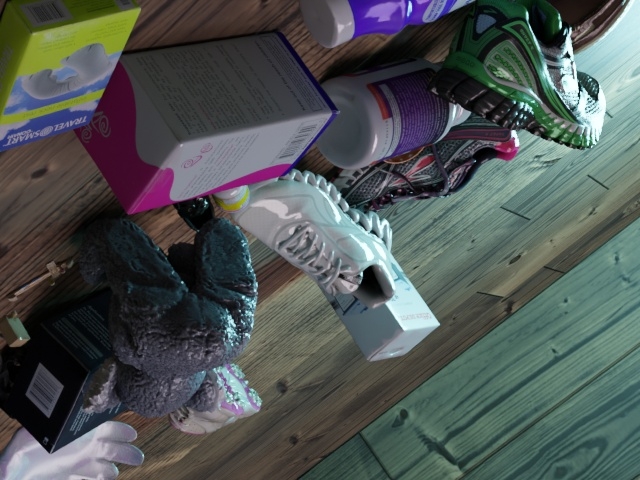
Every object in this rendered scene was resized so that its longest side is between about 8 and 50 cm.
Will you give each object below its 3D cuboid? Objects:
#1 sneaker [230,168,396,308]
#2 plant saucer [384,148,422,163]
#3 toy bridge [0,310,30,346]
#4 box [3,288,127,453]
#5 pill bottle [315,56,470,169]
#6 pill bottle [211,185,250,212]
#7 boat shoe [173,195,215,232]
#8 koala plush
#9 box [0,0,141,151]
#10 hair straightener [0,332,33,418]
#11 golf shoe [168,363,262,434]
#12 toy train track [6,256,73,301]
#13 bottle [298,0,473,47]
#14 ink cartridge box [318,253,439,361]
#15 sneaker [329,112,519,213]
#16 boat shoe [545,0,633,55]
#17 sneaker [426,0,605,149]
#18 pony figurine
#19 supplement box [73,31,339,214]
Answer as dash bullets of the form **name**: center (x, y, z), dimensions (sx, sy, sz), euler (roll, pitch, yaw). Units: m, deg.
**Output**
- **sneaker**: center (0.000, 0.000, 1.818), dimensions (0.110, 0.118, 0.292), euler (-34, 142, 29)
- **plant saucer**: center (0.102, -0.139, 1.857), dimensions (0.083, 0.013, 0.083), euler (-12, 124, -19)
- **toy bridge**: center (-0.402, 0.134, 1.601), dimensions (0.188, 0.063, 0.026), euler (-39, 164, 17)
- **box**: center (-0.285, 0.155, 1.771), dimensions (0.158, 0.093, 0.156), euler (-27, 154, -51)
- **pill bottle**: center (0.089, -0.154, 1.685), dimensions (0.193, 0.108, 0.108), euler (-20, 158, -41)
- **pill bottle**: center (-0.107, -0.064, 1.666), dimensions (0.043, 0.043, 0.083), euler (-33, 163, -6)
- **boat shoe**: center (-0.145, -0.045, 1.647), dimensions (0.049, 0.040, 0.142), euler (-34, 164, -4)
- **koala plush**: center (-0.176, 0.116, 1.611), dimensions (0.196, 0.203, 0.221), euler (2, 132, -25)
- **box**: center (-0.229, -0.140, 1.213), dimensions (0.109, 0.042, 0.178), euler (-22, 158, -37)
- **hair straightener**: center (-0.388, 0.165, 1.781), dimensions (0.089, 0.047, 0.230), euler (-42, 164, -31)
- **golf shoe**: center (-0.191, 0.261, 2.306), dimensions (0.140, 0.115, 0.306), euler (-33, 163, 4)
- **toy train track**: center (-0.313, 0.047, 1.623), dimensions (0.083, 0.014, 0.048), euler (-31, 163, -11)
- **bottle**: center (0.112, -0.273, 1.422), dimensions (0.283, 0.092, 0.118), euler (-28, 163, -23)
- **ink cartridge box**: center (0.074, 0.077, 2.160), dimensions (0.082, 0.190, 0.140), euler (-42, 163, 21)
- **sneaker**: center (0.125, -0.091, 1.932), dimensions (0.299, 0.112, 0.121), euler (-35, 164, 3)
- **boat shoe**: center (0.280, -0.266, 1.785), dimensions (0.257, 0.095, 0.095), euler (-40, 157, 19)
- **sneaker**: center (0.258, -0.197, 1.672), dimensions (0.343, 0.134, 0.146), euler (6, 112, -61)
- **pony figurine**: center (-0.427, 0.369, 1.815), dimensions (0.351, 0.302, 0.363), euler (9, 164, -43)
- **supplement box**: center (-0.109, -0.116, 1.394), dimensions (0.220, 0.114, 0.111), euler (-18, 158, -48)
